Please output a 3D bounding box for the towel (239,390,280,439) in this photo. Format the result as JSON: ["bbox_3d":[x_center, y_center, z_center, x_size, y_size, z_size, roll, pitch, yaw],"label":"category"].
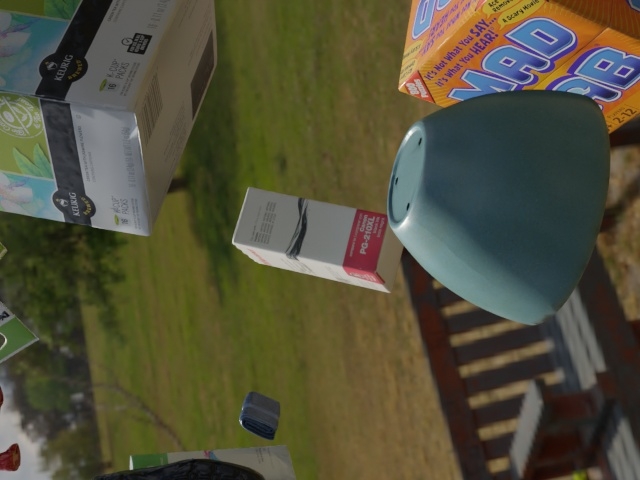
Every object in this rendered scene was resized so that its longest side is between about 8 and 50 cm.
[{"bbox_3d":[-0.102,0.295,1.987,0.029,0.067,0.119,-63,4,15],"label":"towel"}]

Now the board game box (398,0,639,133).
[{"bbox_3d":[0.381,-0.411,1.915,0.356,0.357,0.356,139,145,-61],"label":"board game box"}]

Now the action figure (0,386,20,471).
[{"bbox_3d":[-0.415,0.193,1.067,0.139,0.281,0.091,-130,26,-77],"label":"action figure"}]

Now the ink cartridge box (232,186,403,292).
[{"bbox_3d":[0.000,0.000,1.887,0.172,0.237,0.100,47,-124,-72],"label":"ink cartridge box"}]

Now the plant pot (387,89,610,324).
[{"bbox_3d":[0.194,-0.057,1.435,0.290,0.196,0.290,-168,90,-78],"label":"plant pot"}]

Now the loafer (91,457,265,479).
[{"bbox_3d":[-0.162,0.292,1.370,0.078,0.223,0.076,29,-124,-70],"label":"loafer"}]

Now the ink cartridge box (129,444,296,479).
[{"bbox_3d":[-0.141,0.361,1.554,0.093,0.213,0.154,-119,29,-64],"label":"ink cartridge box"}]

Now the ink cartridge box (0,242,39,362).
[{"bbox_3d":[-0.575,0.078,1.879,0.255,0.189,0.097,50,-149,-18],"label":"ink cartridge box"}]

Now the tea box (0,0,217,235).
[{"bbox_3d":[-0.326,-0.217,1.468,0.220,0.324,0.329,91,-170,-49],"label":"tea box"}]
